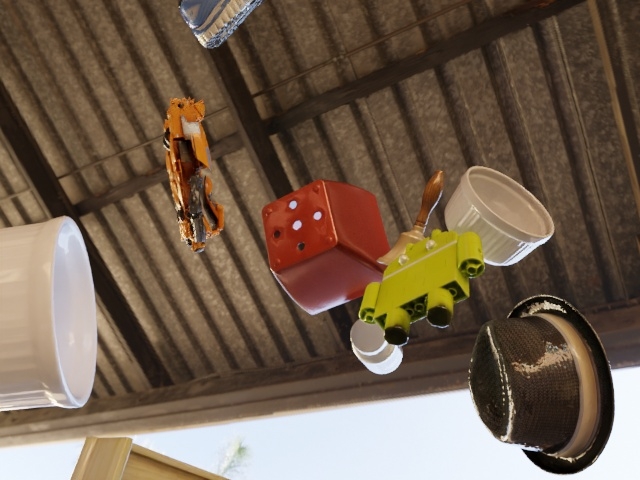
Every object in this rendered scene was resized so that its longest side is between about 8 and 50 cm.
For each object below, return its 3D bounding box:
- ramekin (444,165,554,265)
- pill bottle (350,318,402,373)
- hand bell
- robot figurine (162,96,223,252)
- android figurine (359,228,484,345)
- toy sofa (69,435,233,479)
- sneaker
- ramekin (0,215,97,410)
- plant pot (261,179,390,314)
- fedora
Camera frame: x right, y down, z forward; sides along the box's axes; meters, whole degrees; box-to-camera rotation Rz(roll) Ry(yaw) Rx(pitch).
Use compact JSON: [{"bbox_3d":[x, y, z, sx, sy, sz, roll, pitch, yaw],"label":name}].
[{"bbox_3d":[0.353,-0.045,0.988,0.207,0.207,0.109,33,-52,2],"label":"ramekin"},{"bbox_3d":[0.163,0.305,1.423,0.131,0.131,0.229,2,-25,19],"label":"pill bottle"},{"bbox_3d":[0.228,-0.042,1.085,0.126,0.126,0.242,22,-92,9],"label":"hand bell"},{"bbox_3d":[-0.256,-0.122,0.973,0.211,0.085,0.291,171,-92,-68],"label":"robot figurine"},{"bbox_3d":[0.182,0.068,0.876,0.248,0.273,0.056,-31,-71,31],"label":"android figurine"},{"bbox_3d":[-0.331,0.515,0.965,0.177,0.150,0.362,-14,-42,31],"label":"toy sofa"},{"bbox_3d":[-0.188,-0.600,1.094,0.330,0.130,0.147,-46,-78,-5],"label":"sneaker"},{"bbox_3d":[-0.420,0.107,0.697,0.135,0.277,0.277,-5,-62,-16],"label":"ramekin"},{"bbox_3d":[0.000,0.000,1.206,0.267,0.235,0.267,-24,-119,22],"label":"plant pot"},{"bbox_3d":[0.385,0.266,0.925,0.152,0.334,0.334,6,-60,-16],"label":"fedora"}]
